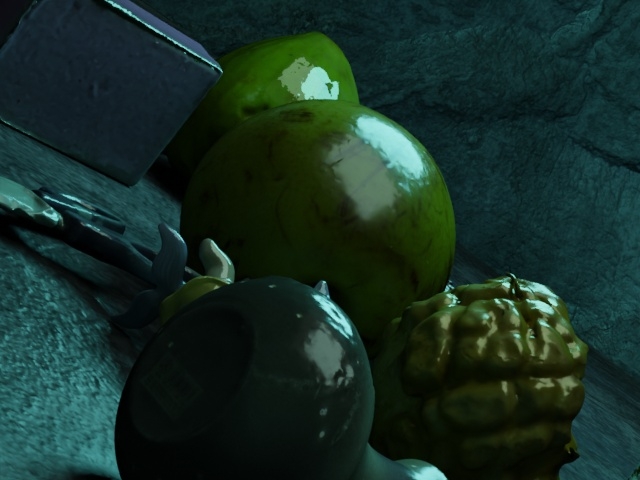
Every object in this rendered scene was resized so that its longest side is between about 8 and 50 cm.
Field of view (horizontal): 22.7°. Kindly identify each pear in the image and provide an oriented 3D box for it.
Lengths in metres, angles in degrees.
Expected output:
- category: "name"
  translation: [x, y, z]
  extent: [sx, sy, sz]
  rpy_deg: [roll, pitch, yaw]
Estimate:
- category: "pear"
  translation: [0.000, 0.000, 1.538]
  extent: [0.283, 0.283, 0.283]
  rpy_deg: [35, 9, -6]

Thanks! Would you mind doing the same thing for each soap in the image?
- category: "soap"
  translation: [-0.258, -0.188, 1.752]
  extent: [0.259, 0.181, 0.081]
  rpy_deg: [26, 17, -43]

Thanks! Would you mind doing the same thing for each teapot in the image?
- category: "teapot"
  translation: [-0.008, 0.148, 1.047]
  extent: [0.251, 0.183, 0.183]
  rpy_deg: [44, 2, -37]

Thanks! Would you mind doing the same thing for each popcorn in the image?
- category: "popcorn"
  translation: [0.126, 0.147, 1.327]
  extent: [0.190, 0.250, 0.250]
  rpy_deg: [16, 7, 7]

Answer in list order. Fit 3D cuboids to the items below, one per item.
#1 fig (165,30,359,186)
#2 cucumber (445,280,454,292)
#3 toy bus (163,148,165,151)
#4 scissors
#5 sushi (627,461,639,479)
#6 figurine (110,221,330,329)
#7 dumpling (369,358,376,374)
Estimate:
- category: "fig"
  translation: [-0.063, -0.152, 2.024]
  extent: [0.239, 0.271, 0.239]
  rpy_deg: [28, -11, 6]
- category: "cucumber"
  translation: [0.071, 0.071, 1.752]
  extent: [0.067, 0.067, 0.245]
  rpy_deg: [34, -20, -16]
- category: "toy bus"
  translation: [-0.203, -0.152, 2.170]
  extent: [0.123, 0.060, 0.075]
  rpy_deg: [30, 6, -45]
- category: "scissors"
  translation: [-0.274, -0.040, 1.359]
  extent: [0.383, 0.029, 0.256]
  rpy_deg: [23, 5, -41]
- category: "sushi"
  translation: [0.377, 0.318, 1.659]
  extent: [0.184, 0.139, 0.274]
  rpy_deg: [40, 6, 7]
- category: "figurine"
  translation: [-0.068, 0.079, 1.292]
  extent: [0.208, 0.128, 0.184]
  rpy_deg: [29, 10, 8]
- category: "dumpling"
  translation: [0.103, 0.143, 1.687]
  extent: [0.127, 0.108, 0.188]
  rpy_deg: [13, -6, 36]
